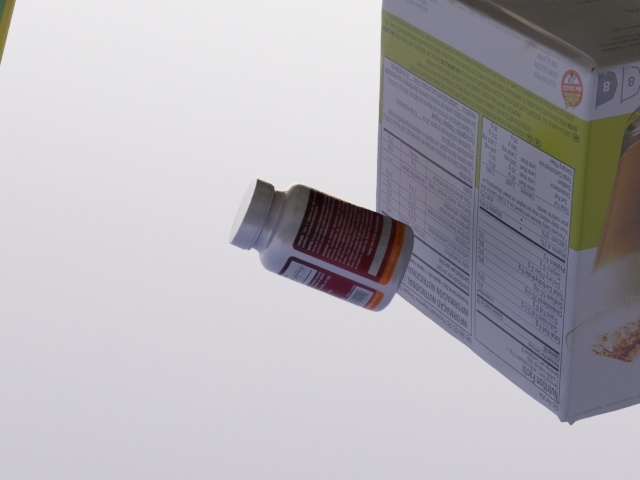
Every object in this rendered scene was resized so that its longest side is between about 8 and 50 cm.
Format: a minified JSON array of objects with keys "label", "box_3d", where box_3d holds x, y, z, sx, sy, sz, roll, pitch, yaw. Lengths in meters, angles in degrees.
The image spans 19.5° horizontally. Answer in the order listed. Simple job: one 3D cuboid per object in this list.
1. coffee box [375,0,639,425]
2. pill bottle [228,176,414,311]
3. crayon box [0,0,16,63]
[{"label":"coffee box","box_3d":[0.276,-0.078,1.725,0.337,0.334,0.338,-12,-153,-26]},{"label":"pill bottle","box_3d":[0.000,0.000,1.669,0.152,0.086,0.086,22,-158,-10]},{"label":"crayon box","box_3d":[-0.229,-0.165,0.944,0.081,0.278,0.165,14,180,31]}]
